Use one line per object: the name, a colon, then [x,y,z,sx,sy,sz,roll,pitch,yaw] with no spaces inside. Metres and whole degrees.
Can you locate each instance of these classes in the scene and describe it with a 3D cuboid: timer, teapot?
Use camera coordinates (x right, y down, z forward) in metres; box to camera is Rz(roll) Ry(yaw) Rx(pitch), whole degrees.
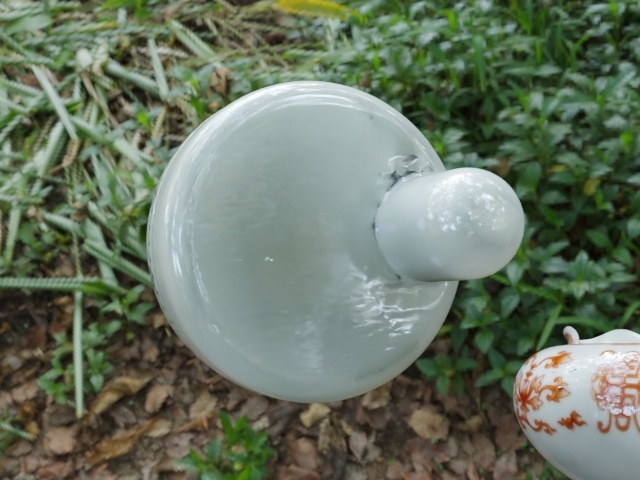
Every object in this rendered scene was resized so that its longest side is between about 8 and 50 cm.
timer: [0.000,0.000,0.639,0.233,0.234,0.240,-35,10,-19]
teapot: [0.194,0.092,0.501,0.159,0.245,0.116,15,77,-10]
